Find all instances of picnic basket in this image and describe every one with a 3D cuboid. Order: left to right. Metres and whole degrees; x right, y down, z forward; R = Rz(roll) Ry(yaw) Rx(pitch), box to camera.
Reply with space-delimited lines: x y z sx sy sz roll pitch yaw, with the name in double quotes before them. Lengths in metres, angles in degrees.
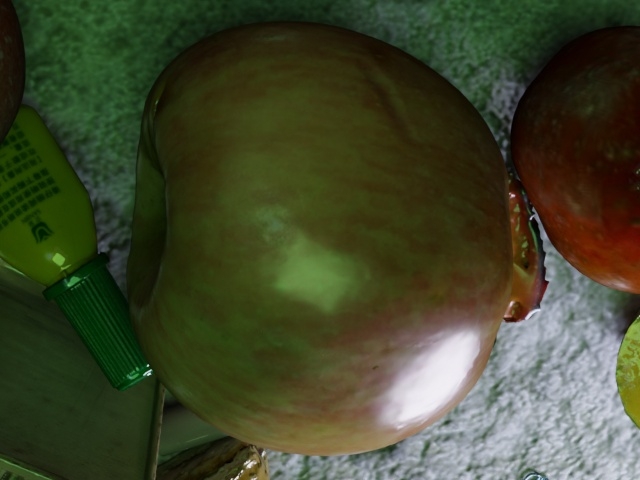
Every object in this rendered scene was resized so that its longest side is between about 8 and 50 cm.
"picnic basket" -0.290 0.189 1.202 0.228 0.313 0.175 27 116 -17

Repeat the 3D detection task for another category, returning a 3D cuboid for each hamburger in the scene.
"hamburger" -0.159 0.324 1.367 0.262 0.124 0.131 -31 112 7

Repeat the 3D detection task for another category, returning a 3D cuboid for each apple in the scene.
"apple" 0.000 0.000 1.117 0.346 0.391 0.391 6 111 -14

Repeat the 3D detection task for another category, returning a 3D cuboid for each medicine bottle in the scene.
"medicine bottle" -0.259 0.009 1.188 0.111 0.076 0.309 -33 83 3

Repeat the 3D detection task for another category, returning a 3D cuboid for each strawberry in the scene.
"strawberry" 0.174 0.019 1.303 0.140 0.085 0.192 -23 111 6

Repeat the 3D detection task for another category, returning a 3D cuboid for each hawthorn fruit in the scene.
"hawthorn fruit" 0.324 -0.076 1.194 0.284 0.284 0.284 -2 112 -6

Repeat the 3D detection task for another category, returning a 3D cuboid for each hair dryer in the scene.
"hair dryer" -0.130 0.117 1.313 0.195 0.053 0.220 -21 110 12

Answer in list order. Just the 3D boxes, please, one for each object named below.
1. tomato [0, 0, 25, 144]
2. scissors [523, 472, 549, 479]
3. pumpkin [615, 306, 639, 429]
"tomato" -0.385 -0.158 1.077 0.227 0.270 0.270 8 115 -44
"scissors" 0.249 0.320 1.476 0.036 0.006 0.083 27 106 -18
"pumpkin" 0.442 0.128 1.377 0.217 0.110 0.217 3 115 5
